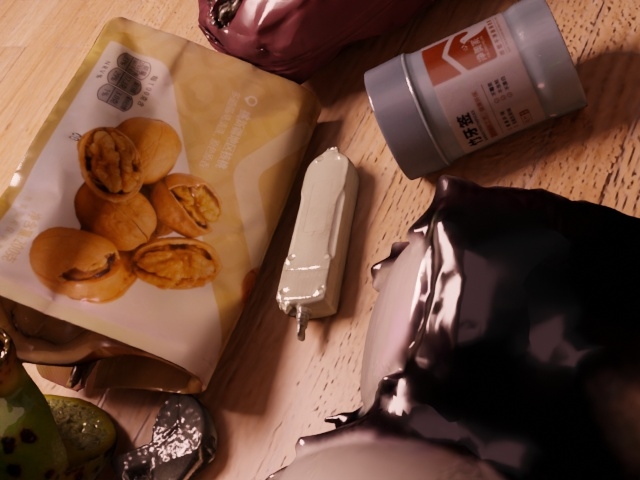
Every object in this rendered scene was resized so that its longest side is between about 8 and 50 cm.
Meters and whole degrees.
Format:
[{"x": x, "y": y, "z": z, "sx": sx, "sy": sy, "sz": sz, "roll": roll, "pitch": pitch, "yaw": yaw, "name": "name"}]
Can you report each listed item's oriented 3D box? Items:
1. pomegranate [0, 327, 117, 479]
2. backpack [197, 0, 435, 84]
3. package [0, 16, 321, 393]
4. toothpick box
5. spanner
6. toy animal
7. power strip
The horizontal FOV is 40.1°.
[{"x": -0.251, "y": 0.153, "z": 0.697, "sx": 0.122, "sy": 0.169, "sz": 0.143, "roll": -45, "pitch": 56, "yaw": -11, "name": "pomegranate"}, {"x": 0.005, "y": -0.304, "z": 0.857, "sx": 0.317, "sy": 0.197, "sz": 0.283, "roll": -42, "pitch": 49, "yaw": 2, "name": "backpack"}, {"x": -0.155, "y": -0.018, "z": 0.800, "sx": 0.221, "sy": 0.165, "sz": 0.311, "roll": 21, "pitch": 58, "yaw": -5, "name": "package"}, {"x": 0.124, "y": -0.124, "z": 0.713, "sx": 0.153, "sy": 0.101, "sz": 0.101, "roll": -24, "pitch": 48, "yaw": 16, "name": "toothpick box"}, {"x": -0.146, "y": 0.263, "z": 0.648, "sx": 0.093, "sy": 0.026, "sz": 0.325, "roll": -4, "pitch": 57, "yaw": 29, "name": "spanner"}, {"x": 0.083, "y": 0.145, "z": 0.450, "sx": 0.251, "sy": 0.251, "sz": 0.309, "roll": 10, "pitch": 71, "yaw": 37, "name": "toy animal"}, {"x": 0.000, "y": 0.000, "z": 0.747, "sx": 0.048, "sy": 0.030, "sz": 0.191, "roll": -7, "pitch": 54, "yaw": 27, "name": "power strip"}]
